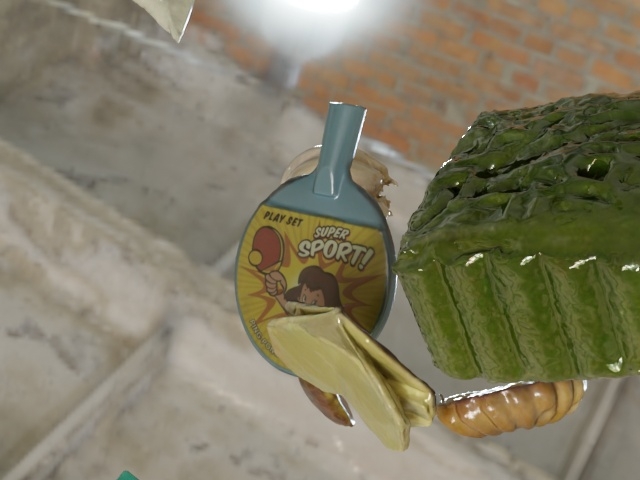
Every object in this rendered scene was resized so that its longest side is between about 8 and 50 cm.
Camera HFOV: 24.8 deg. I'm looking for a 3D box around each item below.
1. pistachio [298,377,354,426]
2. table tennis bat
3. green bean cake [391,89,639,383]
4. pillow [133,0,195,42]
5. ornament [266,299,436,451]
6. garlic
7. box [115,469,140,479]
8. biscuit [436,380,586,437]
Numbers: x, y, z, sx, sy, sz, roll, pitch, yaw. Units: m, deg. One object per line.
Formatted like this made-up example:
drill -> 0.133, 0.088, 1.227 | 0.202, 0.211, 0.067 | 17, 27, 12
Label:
pistachio -> 0.001, 0.215, 2.102 | 0.049, 0.173, 0.090 | -23, -133, 2
table tennis bat -> 0.000, 0.000, 1.718 | 0.215, 0.329, 0.044 | 14, -175, 30
green bean cake -> 0.210, -0.008, 1.186 | 0.246, 0.156, 0.250 | -3, -150, 32
pillow -> -0.152, -0.375, 1.780 | 0.144, 0.254, 0.078 | 42, 172, -7
ornament -> 0.025, 0.120, 1.506 | 0.201, 0.180, 0.059 | 33, -115, 27
garlic -> 0.025, -0.069, 2.361 | 0.203, 0.185, 0.281 | -21, 179, 8
box -> -0.206, 0.379, 1.835 | 0.161, 0.226, 0.042 | 37, -117, 4
biscuit -> 0.223, 0.180, 1.609 | 0.183, 0.061, 0.118 | -11, 178, -26
